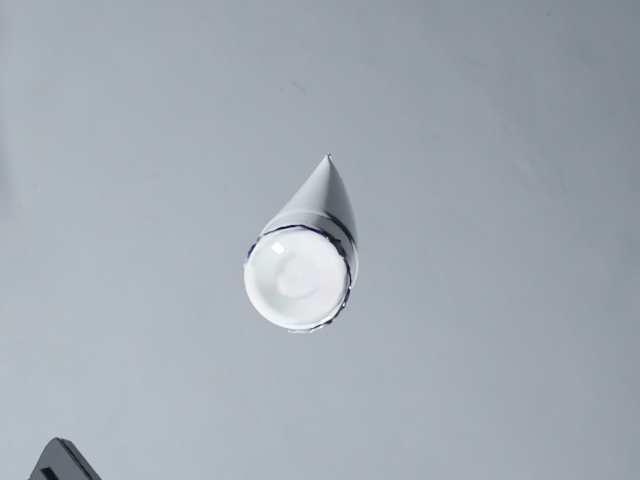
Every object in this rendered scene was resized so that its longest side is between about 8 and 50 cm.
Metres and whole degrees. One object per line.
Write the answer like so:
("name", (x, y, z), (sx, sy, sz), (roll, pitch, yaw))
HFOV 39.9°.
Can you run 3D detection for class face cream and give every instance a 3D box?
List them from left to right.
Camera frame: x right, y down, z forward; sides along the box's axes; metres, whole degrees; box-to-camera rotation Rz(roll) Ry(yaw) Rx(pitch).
("face cream", (0.000, 0.000, 0.560), (0.058, 0.243, 0.092), (-7, 100, 7))

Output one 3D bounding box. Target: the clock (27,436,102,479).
("clock", (-0.392, 0.449, 1.248), (0.049, 0.279, 0.273), (29, 87, -39))
